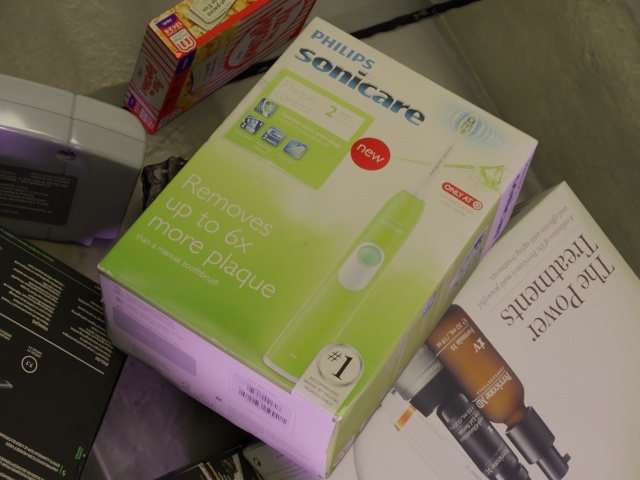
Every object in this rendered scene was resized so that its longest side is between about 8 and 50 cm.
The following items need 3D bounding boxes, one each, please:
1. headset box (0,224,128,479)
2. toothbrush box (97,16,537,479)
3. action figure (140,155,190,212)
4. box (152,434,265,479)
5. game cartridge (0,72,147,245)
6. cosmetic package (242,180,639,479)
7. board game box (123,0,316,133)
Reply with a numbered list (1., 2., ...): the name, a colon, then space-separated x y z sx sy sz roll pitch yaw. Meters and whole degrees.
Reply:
1. headset box: -0.298 0.126 0.977 0.246 0.131 0.283 33 54 -26
2. toothbrush box: 0.000 0.000 1.016 0.206 0.122 0.283 32 61 13
3. action figure: -0.017 -0.017 1.175 0.275 0.141 0.164 -2 67 -8
4. box: -0.046 0.311 0.988 0.307 0.076 0.242 57 21 9
5. game cartridge: -0.294 -0.072 1.077 0.294 0.196 0.060 9 68 -14
6. cosmetic package: 0.162 0.167 1.139 0.377 0.097 0.284 -40 95 -32
7. board game box: -0.082 -0.192 1.217 0.193 0.147 0.045 -38 84 -25
